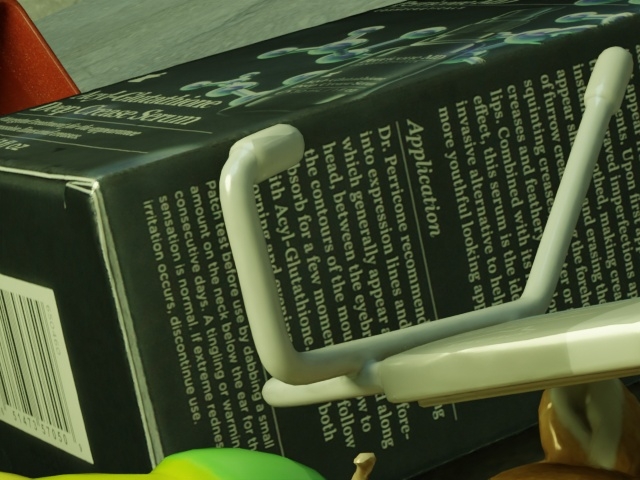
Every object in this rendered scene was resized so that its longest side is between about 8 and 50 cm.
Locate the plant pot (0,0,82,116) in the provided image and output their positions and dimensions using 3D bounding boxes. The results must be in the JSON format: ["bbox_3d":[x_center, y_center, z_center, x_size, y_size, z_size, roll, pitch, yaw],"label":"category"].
[{"bbox_3d":[-0.314,0.008,1.530,0.235,0.267,0.267,-25,15,35],"label":"plant pot"}]

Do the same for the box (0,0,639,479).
[{"bbox_3d":[0.000,0.000,1.122,0.395,0.212,0.293,-19,15,-29],"label":"box"}]

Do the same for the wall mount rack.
[{"bbox_3d":[0.140,-0.027,0.728,0.350,0.130,0.304,-12,0,38],"label":"wall mount rack"}]

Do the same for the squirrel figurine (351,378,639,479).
[{"bbox_3d":[0.175,0.163,0.640,0.397,0.281,0.370,-11,6,-12],"label":"squirrel figurine"}]

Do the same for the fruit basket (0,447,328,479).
[{"bbox_3d":[-0.155,0.161,0.502,0.392,0.392,0.283,-35,56,-29],"label":"fruit basket"}]
